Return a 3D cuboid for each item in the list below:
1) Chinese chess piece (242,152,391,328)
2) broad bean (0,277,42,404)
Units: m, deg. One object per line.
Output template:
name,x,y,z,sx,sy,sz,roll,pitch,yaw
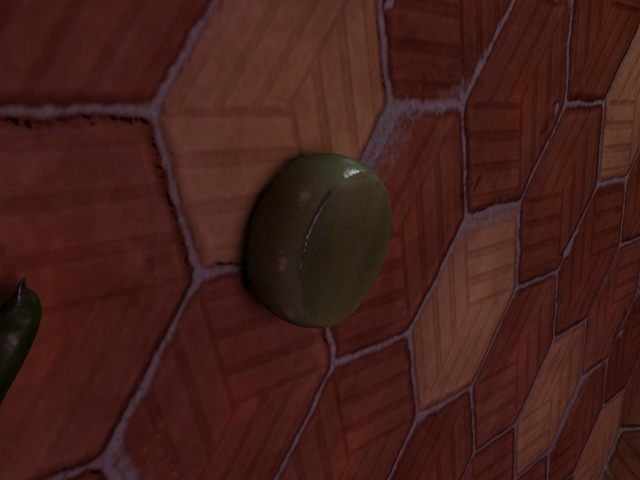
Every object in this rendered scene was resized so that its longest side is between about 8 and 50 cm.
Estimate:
Chinese chess piece,0.000,0.000,0.736,0.144,0.058,0.144,-34,134,-45
broad bean,-0.240,0.145,0.474,0.297,0.043,0.060,-57,157,-17
